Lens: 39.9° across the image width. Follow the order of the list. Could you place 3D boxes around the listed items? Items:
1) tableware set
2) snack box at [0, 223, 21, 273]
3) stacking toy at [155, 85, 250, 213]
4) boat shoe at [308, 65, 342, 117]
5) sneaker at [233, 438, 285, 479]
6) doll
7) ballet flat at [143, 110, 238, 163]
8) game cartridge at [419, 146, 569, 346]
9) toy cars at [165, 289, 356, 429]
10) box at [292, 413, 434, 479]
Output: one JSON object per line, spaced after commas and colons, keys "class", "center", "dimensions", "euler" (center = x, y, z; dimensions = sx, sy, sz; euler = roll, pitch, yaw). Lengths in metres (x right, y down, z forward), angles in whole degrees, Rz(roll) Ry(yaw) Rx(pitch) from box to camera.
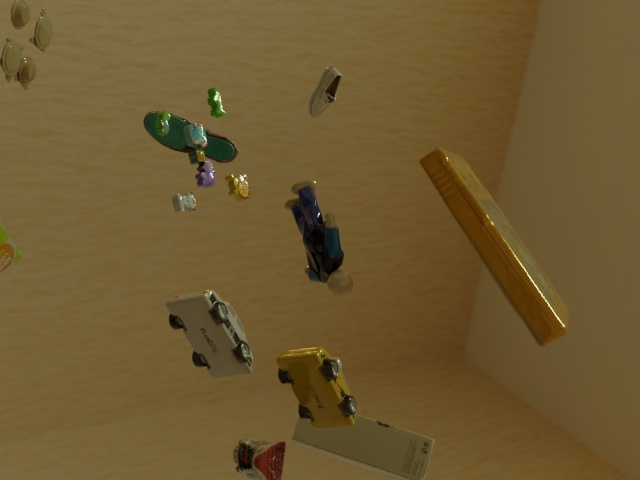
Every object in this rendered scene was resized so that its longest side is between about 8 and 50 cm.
{"class": "tableware set", "center": [-0.540, -0.359, 1.612], "dimensions": [0.141, 0.020, 0.168], "euler": [66, 36, -75]}
{"class": "snack box", "center": [-0.384, -0.001, 0.779], "dimensions": [0.070, 0.174, 0.207], "euler": [33, -25, 24]}
{"class": "stacking toy", "center": [-0.231, -0.168, 1.712], "dimensions": [0.167, 0.052, 0.221], "euler": [-14, -91, 36]}
{"class": "boat shoe", "center": [0.011, -0.257, 1.559], "dimensions": [0.035, 0.035, 0.100], "euler": [47, -58, 36]}
{"class": "sneaker", "center": [-0.112, 0.395, 1.559], "dimensions": [0.225, 0.093, 0.088], "euler": [104, -6, -74]}
{"class": "doll", "center": [0.000, 0.000, 1.272], "dimensions": [0.129, 0.046, 0.189], "euler": [115, -38, -46]}
{"class": "ballet flat", "center": [-0.291, -0.232, 1.988], "dimensions": [0.079, 0.222, 0.076], "euler": [-105, -146, -79]}
{"class": "game cartridge", "center": [0.280, 0.000, 1.380], "dimensions": [0.053, 0.285, 0.323], "euler": [-33, -96, 15]}
{"class": "toy cars", "center": [-0.091, 0.194, 1.530], "dimensions": [0.176, 0.394, 0.087], "euler": [-54, -168, 40]}
{"class": "box", "center": [0.088, 0.413, 1.799], "dimensions": [0.113, 0.275, 0.094], "euler": [77, 31, -70]}
